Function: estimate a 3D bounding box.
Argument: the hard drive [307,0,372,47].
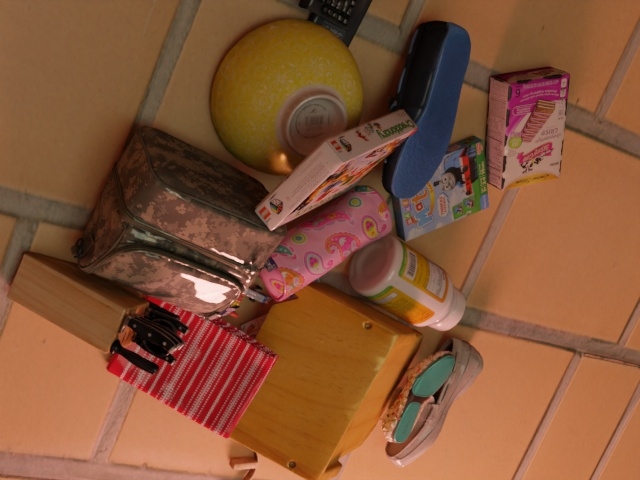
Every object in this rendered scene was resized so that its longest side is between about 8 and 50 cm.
[{"bbox_3d":[0.031,-0.407,1.743,0.094,0.022,0.135,22,101,-34],"label":"hard drive"}]

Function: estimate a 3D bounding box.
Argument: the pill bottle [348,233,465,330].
[{"bbox_3d":[0.187,0.096,1.986,0.245,0.136,0.136,32,95,-35],"label":"pill bottle"}]

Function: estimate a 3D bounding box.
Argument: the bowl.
[{"bbox_3d":[-0.034,-0.228,1.694,0.289,0.156,0.289,-12,122,-21],"label":"bowl"}]

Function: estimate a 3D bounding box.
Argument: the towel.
[{"bbox_3d":[-0.242,0.229,1.809,0.275,0.031,0.199,31,96,-7],"label":"towel"}]

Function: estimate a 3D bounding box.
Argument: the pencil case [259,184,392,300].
[{"bbox_3d":[0.000,0.000,1.829,0.284,0.124,0.124,-31,123,-23],"label":"pencil case"}]

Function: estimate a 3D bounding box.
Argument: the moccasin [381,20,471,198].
[{"bbox_3d":[0.192,-0.251,1.850,0.137,0.117,0.342,13,101,-45],"label":"moccasin"}]

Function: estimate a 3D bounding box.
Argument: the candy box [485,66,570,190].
[{"bbox_3d":[0.430,-0.234,2.009,0.159,0.071,0.233,-13,118,-24],"label":"candy box"}]

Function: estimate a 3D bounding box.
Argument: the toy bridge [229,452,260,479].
[{"bbox_3d":[-0.162,0.472,2.037,0.063,0.026,0.188,4,110,-33],"label":"toy bridge"}]

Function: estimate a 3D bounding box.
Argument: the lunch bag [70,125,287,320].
[{"bbox_3d":[-0.244,-0.009,1.673,0.305,0.212,0.256,24,115,-34],"label":"lunch bag"}]

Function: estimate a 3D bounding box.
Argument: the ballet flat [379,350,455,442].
[{"bbox_3d":[0.199,0.326,2.078,0.091,0.077,0.241,26,100,-40],"label":"ballet flat"}]

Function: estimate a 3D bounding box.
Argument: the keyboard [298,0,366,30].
[{"bbox_3d":[0.043,-0.545,1.664,0.201,0.033,0.317,19,95,-33],"label":"keyboard"}]

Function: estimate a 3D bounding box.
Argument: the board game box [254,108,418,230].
[{"bbox_3d":[0.033,-0.129,1.679,0.193,0.053,0.305,-42,174,33],"label":"board game box"}]

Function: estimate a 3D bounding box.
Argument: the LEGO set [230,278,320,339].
[{"bbox_3d":[-0.102,0.119,1.889,0.244,0.060,0.182,-23,120,-21],"label":"LEGO set"}]

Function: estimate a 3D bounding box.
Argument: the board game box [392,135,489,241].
[{"bbox_3d":[0.247,-0.107,1.987,0.211,0.039,0.160,-22,121,-18],"label":"board game box"}]

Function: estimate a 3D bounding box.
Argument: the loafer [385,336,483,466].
[{"bbox_3d":[0.238,0.359,2.159,0.111,0.112,0.319,37,84,-30],"label":"loafer"}]

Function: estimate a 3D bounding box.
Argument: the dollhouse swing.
[{"bbox_3d":[0.015,0.273,2.005,0.315,0.305,0.347,28,100,3],"label":"dollhouse swing"}]

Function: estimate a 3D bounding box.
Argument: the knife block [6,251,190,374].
[{"bbox_3d":[-0.370,0.132,1.637,0.275,0.242,0.088,19,101,-33],"label":"knife block"}]
